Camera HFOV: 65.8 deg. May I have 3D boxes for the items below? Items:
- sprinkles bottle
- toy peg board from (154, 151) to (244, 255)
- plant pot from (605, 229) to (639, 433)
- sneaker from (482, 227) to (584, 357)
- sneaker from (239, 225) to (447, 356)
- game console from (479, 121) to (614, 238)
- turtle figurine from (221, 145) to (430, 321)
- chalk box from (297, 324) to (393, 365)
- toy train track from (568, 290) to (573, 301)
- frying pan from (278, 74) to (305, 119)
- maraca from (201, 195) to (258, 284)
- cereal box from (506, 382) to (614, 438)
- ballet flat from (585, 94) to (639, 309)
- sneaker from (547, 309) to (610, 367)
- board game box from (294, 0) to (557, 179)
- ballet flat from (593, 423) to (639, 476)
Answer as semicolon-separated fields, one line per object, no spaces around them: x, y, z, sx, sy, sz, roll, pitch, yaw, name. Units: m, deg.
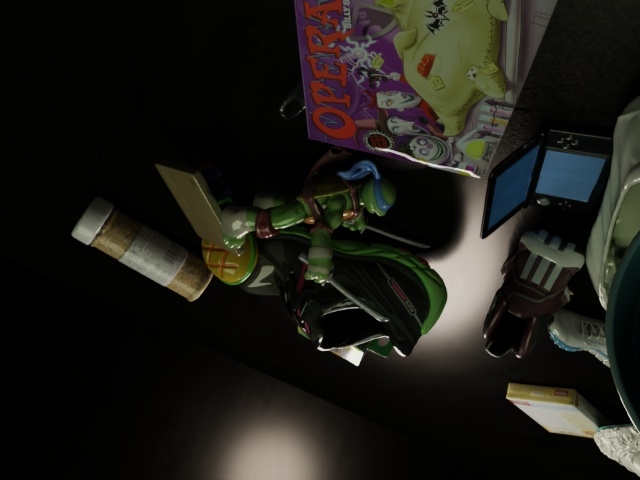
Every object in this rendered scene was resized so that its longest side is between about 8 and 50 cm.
-0.460;0.028;1.308;0.355;0.121;0.121;35;153;-22;sprinkles bottle
-0.184;-0.076;0.852;0.161;0.079;0.161;19;142;49;toy peg board
0.401;0.093;0.364;0.255;0.271;0.272;24;160;-40;plant pot
0.286;0.101;0.722;0.106;0.162;0.281;27;169;27;sneaker
-0.006;0.099;0.957;0.483;0.202;0.185;6;148;39;sneaker
0.261;-0.055;0.575;0.124;0.085;0.144;14;153;20;game console
0.000;0.000;0.771;0.266;0.198;0.274;2;144;30;turtle figurine
0.070;0.187;1.121;0.213;0.132;0.132;29;155;11;chalk box
0.378;0.070;0.802;0.083;0.014;0.048;40;158;-19;toy train track
0.064;-0.204;0.495;0.197;0.053;0.326;22;156;2;frying pan
-0.185;-0.003;0.976;0.127;0.185;0.099;-33;161;27;maraca
0.618;0.441;1.273;0.240;0.047;0.173;40;149;-28;cereal box
0.364;0.020;0.542;0.139;0.139;0.400;7;145;32;ballet flat
0.476;0.158;0.840;0.191;0.071;0.083;20;149;-13;sneaker
0.080;-0.191;0.413;0.208;0.056;0.347;19;154;14;board game box
0.747;0.451;1.039;0.147;0.147;0.409;27;148;-7;ballet flat
